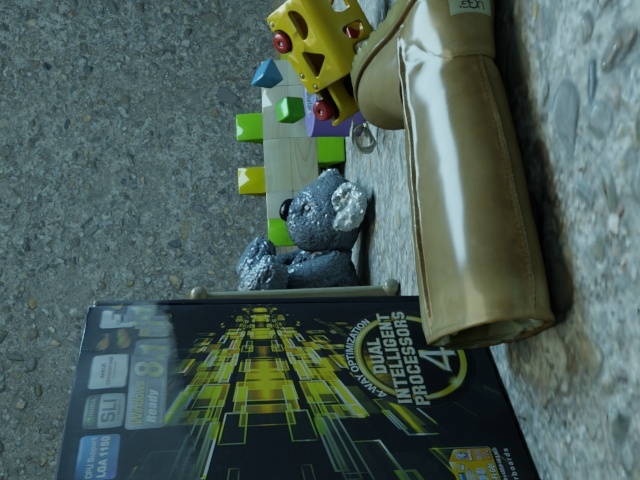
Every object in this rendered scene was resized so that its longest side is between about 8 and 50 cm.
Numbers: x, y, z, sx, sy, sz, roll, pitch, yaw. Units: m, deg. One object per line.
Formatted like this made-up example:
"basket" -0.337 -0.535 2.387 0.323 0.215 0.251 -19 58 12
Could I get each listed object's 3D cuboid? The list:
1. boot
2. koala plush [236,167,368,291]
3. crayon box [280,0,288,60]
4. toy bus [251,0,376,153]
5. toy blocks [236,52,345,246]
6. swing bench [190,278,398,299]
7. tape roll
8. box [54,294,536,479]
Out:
"boot" 0.087 -0.047 0.562 0.236 0.089 0.270 109 157 -72
"koala plush" 0.000 0.000 1.089 0.196 0.203 0.221 -134 64 -76
"crayon box" -0.043 -0.388 1.595 0.318 0.081 0.202 108 160 -68
"toy bus" 0.028 -0.235 0.912 0.104 0.202 0.191 -19 62 51
"toy blocks" -0.044 -0.168 1.390 0.261 0.190 0.382 52 -145 -83
"swing bench" -0.037 0.164 0.944 0.255 0.253 0.165 110 157 -71
"tape roll" 0.020 -0.255 1.105 0.189 0.080 0.189 178 90 -83
"box" -0.011 0.201 0.468 0.395 0.318 0.097 -99 9 -50
